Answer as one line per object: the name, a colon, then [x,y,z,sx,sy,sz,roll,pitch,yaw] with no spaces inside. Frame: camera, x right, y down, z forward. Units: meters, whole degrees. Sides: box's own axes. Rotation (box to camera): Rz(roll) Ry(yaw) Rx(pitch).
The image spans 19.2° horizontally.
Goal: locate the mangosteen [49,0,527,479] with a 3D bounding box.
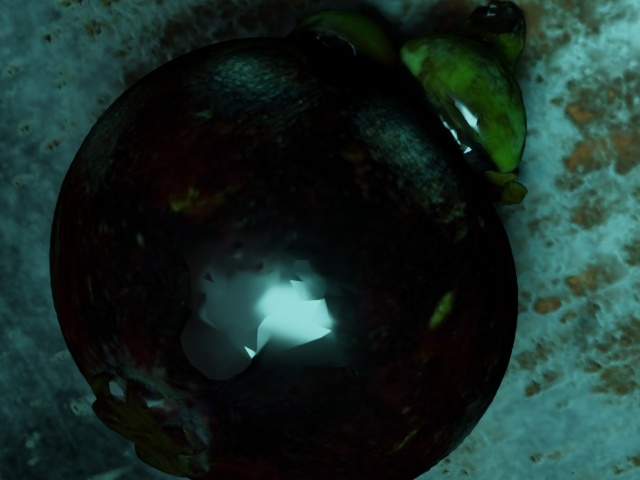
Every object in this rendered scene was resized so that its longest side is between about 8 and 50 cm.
mangosteen: [0.000,0.000,1.211,0.306,0.359,0.306,33,151,22]
